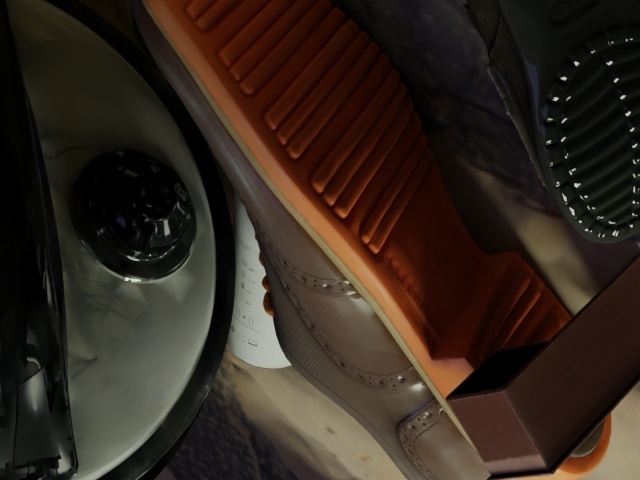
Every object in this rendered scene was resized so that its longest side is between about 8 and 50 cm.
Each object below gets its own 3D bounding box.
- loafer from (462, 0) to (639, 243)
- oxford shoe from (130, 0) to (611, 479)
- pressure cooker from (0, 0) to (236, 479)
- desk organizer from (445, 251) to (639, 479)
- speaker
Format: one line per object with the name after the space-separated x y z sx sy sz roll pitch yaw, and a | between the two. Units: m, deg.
0.112 -0.100 0.880 0.220 0.080 0.078 68 173 -28 | loafer
0.000 0.000 1.011 0.133 0.130 0.364 -27 103 40 | oxford shoe
-0.254 0.028 1.123 0.370 0.375 0.420 43 147 -9 | pressure cooker
0.125 0.062 0.959 0.047 0.130 0.050 -16 109 52 | desk organizer
-0.027 0.014 1.136 0.055 0.055 0.136 31 141 22 | speaker
